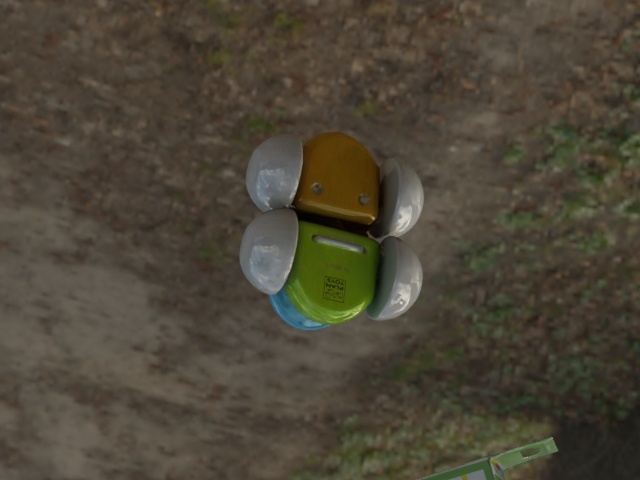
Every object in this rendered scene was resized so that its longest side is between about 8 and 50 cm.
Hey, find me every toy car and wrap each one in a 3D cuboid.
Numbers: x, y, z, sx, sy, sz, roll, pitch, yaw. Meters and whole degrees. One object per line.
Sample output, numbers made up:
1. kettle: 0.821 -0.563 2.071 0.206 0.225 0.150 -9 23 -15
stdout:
1. toy car: 0.000 0.000 1.162 0.159 0.182 0.136 13 150 -19

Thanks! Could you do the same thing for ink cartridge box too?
1. ink cartridge box: 0.116 0.238 1.141 0.209 0.062 0.109 -20 160 8
